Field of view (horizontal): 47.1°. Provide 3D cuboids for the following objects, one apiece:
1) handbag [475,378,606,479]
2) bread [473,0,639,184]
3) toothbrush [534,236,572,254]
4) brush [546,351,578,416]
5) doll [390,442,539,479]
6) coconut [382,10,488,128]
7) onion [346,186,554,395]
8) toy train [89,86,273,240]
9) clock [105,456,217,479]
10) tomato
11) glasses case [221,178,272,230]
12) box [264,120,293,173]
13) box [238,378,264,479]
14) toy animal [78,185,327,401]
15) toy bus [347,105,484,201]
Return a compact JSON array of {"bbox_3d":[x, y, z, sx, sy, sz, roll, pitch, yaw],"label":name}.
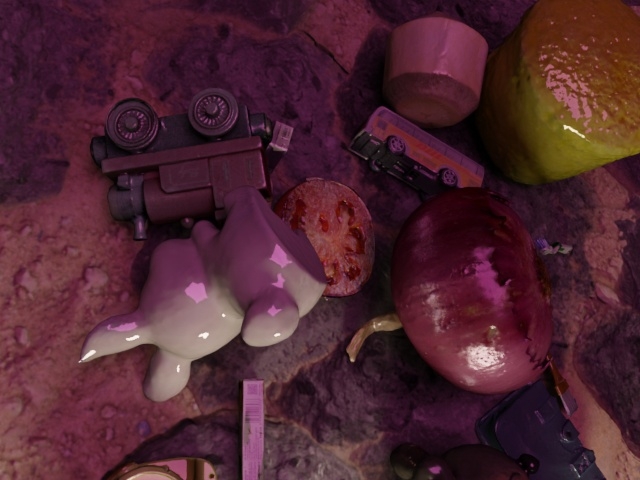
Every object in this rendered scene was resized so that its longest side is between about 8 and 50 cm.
[{"bbox_3d":[0.417,0.391,1.373,0.179,0.062,0.229,-31,87,-25],"label":"handbag"},{"bbox_3d":[0.480,-0.294,1.453,0.348,0.308,0.348,5,75,-20],"label":"bread"},{"bbox_3d":[0.452,0.017,1.410,0.304,0.030,0.030,6,67,-62],"label":"toothbrush"},{"bbox_3d":[0.448,0.234,1.438,0.082,0.010,0.218,2,62,-60],"label":"brush"},{"bbox_3d":[0.244,0.515,1.174,0.382,0.252,0.378,35,72,6],"label":"doll"},{"bbox_3d":[0.222,-0.341,1.435,0.202,0.202,0.222,15,75,-16],"label":"coconut"},{"bbox_3d":[0.244,0.079,1.275,0.345,0.358,0.358,10,65,27],"label":"onion"},{"bbox_3d":[-0.223,-0.119,1.210,0.304,0.150,0.221,-8,81,2],"label":"toy train"},{"bbox_3d":[-0.272,0.418,1.107,0.232,0.069,0.170,3,74,-19],"label":"clock"},{"bbox_3d":[-0.003,0.001,1.306,0.225,0.085,0.225,11,72,-35],"label":"tomato"},{"bbox_3d":[-0.132,-0.031,1.296,0.083,0.050,0.196,12,72,-19],"label":"glasses case"},{"bbox_3d":[-0.084,-0.165,1.315,0.036,0.117,0.050,19,68,-12],"label":"box"},{"bbox_3d":[-0.114,0.331,1.201,0.041,0.050,0.207,3,74,-16],"label":"box"},{"bbox_3d":[-0.172,0.103,1.107,0.196,0.367,0.241,47,22,-34],"label":"toy animal"},{"bbox_3d":[0.190,-0.158,1.432,0.268,0.092,0.106,29,59,-10],"label":"toy bus"}]
